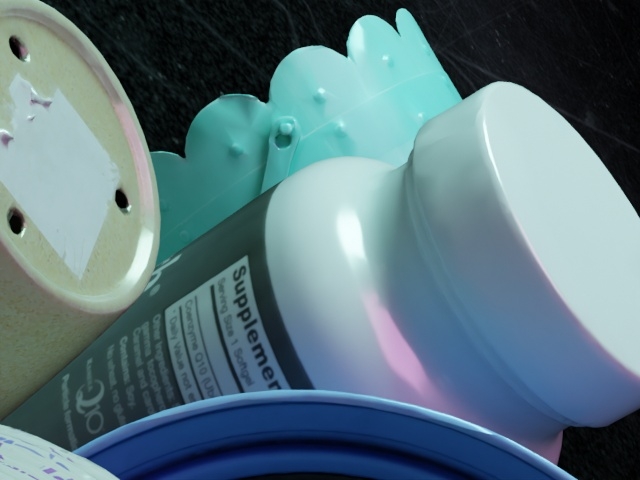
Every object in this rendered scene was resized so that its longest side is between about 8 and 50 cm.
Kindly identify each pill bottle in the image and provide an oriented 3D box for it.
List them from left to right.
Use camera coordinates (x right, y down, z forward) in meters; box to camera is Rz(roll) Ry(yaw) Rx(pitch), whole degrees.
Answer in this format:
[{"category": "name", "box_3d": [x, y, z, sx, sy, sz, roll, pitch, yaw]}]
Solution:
[{"category": "pill bottle", "box_3d": [-0.007, 0.086, 0.964, 0.210, 0.363, 0.210, 42, 28, -29]}]

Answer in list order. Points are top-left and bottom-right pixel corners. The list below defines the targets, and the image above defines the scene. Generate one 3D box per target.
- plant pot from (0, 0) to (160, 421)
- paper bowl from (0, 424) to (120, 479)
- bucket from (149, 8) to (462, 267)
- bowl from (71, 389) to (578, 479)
[{"category": "plant pot", "box_3d": [-0.210, 0.009, 0.744, 0.256, 0.274, 0.257, 44, 37, -45]}, {"category": "paper bowl", "box_3d": [-0.130, 0.200, 0.645, 0.284, 0.284, 0.148, 58, 23, 4]}, {"category": "bucket", "box_3d": [0.000, 0.000, 1.195, 0.183, 0.281, 0.281, 57, 25, 6]}, {"category": "bowl", "box_3d": [-0.007, 0.260, 0.775, 0.391, 0.391, 0.077, 61, -4, 10]}]
